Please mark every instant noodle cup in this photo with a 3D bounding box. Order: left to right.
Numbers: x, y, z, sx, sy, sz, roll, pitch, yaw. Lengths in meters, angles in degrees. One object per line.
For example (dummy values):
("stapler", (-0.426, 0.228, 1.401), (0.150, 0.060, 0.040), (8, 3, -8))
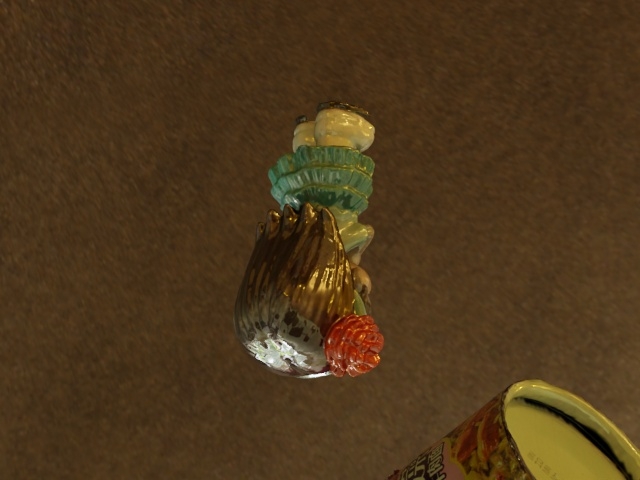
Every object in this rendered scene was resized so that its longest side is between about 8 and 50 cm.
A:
("instant noodle cup", (0.204, 0.322, 1.265), (0.340, 0.340, 0.266), (23, 120, -28))

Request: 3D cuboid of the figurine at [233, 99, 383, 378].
("figurine", (0.000, 0.000, 1.014), (0.110, 0.138, 0.245), (21, 65, -31))
